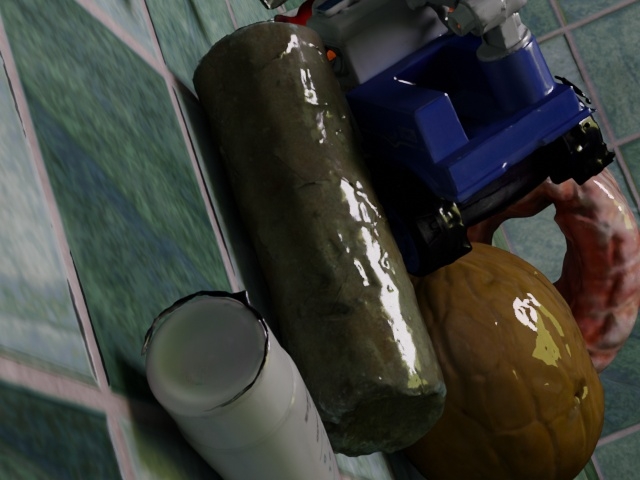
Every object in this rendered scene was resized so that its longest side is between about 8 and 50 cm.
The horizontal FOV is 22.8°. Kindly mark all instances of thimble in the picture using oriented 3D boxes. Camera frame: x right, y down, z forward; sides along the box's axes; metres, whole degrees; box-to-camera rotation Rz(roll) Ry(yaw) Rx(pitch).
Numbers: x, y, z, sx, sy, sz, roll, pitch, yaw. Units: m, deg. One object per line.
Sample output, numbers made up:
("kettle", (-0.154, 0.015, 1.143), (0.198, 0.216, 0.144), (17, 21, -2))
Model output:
("thimble", (0.171, 0.013, 1.429), (0.162, 0.239, 0.239), (-64, 130, -76))

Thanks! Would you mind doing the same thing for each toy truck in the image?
("toy truck", (0.068, -0.092, 1.026), (0.213, 0.161, 0.177), (25, -35, 60))

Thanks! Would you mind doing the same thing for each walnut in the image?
("walnut", (0.117, 0.096, 1.154), (0.207, 0.167, 0.167), (63, 11, -9))

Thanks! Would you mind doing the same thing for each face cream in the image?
("face cream", (-0.018, 0.105, 0.752), (0.243, 0.058, 0.092), (63, 5, -57))

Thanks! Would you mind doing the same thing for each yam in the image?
("yam", (0.000, 0.000, 0.955), (0.093, 0.093, 0.259), (40, 29, -68))

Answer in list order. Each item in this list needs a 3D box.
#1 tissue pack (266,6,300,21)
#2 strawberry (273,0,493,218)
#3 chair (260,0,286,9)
("tissue pack", (0.013, -0.141, 1.344), (0.111, 0.079, 0.085), (51, 20, -57))
("strawberry", (0.046, -0.076, 1.226), (0.178, 0.234, 0.234), (110, -34, -60))
("chair", (-0.070, -0.316, 1.005), (0.274, 0.190, 0.203), (49, 11, 5))
